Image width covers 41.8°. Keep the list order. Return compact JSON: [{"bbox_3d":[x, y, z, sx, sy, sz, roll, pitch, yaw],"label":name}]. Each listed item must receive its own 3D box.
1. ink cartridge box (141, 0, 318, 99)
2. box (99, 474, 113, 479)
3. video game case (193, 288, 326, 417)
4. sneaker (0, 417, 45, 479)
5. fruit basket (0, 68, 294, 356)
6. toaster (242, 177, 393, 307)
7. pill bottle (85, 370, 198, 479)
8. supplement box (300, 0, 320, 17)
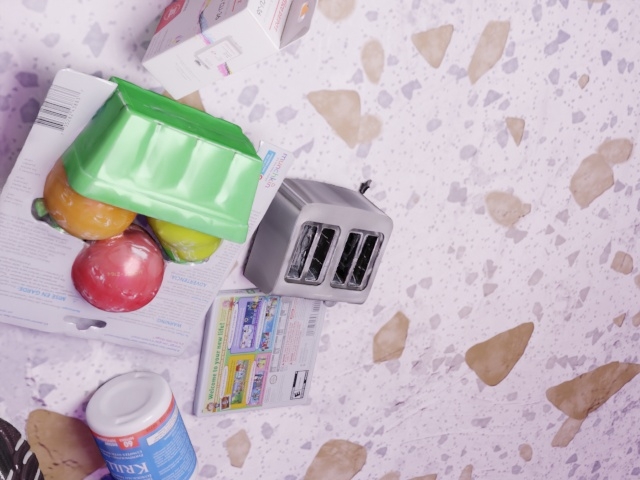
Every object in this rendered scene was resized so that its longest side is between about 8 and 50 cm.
[{"bbox_3d":[-0.100,-0.253,0.966,0.198,0.115,0.067,-18,133,29],"label":"ink cartridge box"},{"bbox_3d":[-0.371,0.472,1.290,0.225,0.036,0.136,-40,126,-7],"label":"box"},{"bbox_3d":[-0.092,0.171,1.300,0.193,0.023,0.212,-1,115,-28],"label":"video game case"},{"bbox_3d":[-0.456,0.387,1.160,0.162,0.106,0.281,-20,108,4],"label":"sneaker"},{"bbox_3d":[-0.247,-0.019,1.067,0.327,0.165,0.353,17,120,-34],"label":"fruit basket"},{"bbox_3d":[0.000,0.000,1.212,0.168,0.110,0.186,9,109,-33],"label":"toaster"},{"bbox_3d":[-0.248,0.310,1.220,0.124,0.124,0.222,-24,122,-17],"label":"pill bottle"},{"bbox_3d":[-0.089,-0.369,0.999,0.078,0.080,0.233,-41,128,-6],"label":"supplement box"}]
